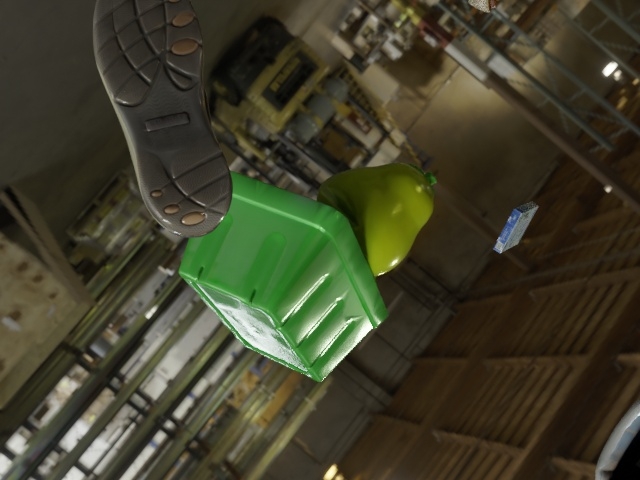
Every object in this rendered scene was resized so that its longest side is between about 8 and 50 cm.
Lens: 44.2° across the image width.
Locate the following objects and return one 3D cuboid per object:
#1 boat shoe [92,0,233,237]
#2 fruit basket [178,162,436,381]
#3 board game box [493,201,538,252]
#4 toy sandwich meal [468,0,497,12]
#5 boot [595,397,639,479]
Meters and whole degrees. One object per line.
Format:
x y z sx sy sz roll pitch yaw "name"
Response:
-0.202 -0.167 0.980 0.132 0.355 0.130 -9 169 -14 "boat shoe"
0.000 0.000 1.253 0.392 0.283 0.392 -42 143 -43 "fruit basket"
0.369 -0.026 1.487 0.090 0.020 0.090 -17 137 -53 "board game box"
0.271 -0.425 1.346 0.029 0.086 0.085 -59 -177 0 "toy sandwich meal"
0.297 0.098 0.514 0.258 0.095 0.123 -50 146 19 "boot"
